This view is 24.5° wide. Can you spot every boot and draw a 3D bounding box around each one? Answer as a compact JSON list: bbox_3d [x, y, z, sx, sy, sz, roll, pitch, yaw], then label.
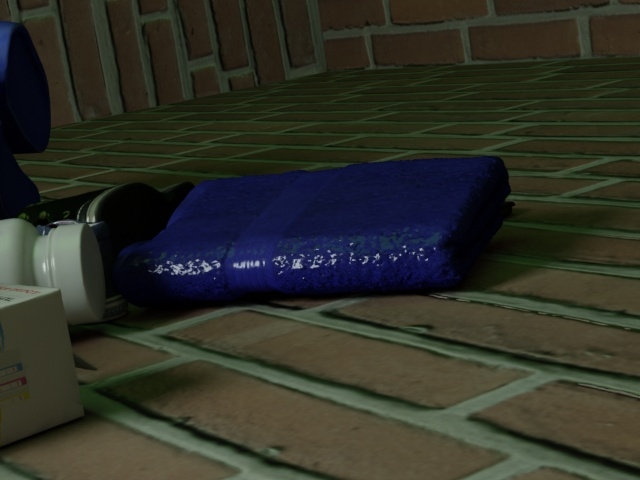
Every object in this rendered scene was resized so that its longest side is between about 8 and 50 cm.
[{"bbox_3d":[-0.238,-0.009,1.499,0.179,0.085,0.236,-8,4,19],"label":"boot"},{"bbox_3d":[-0.246,0.024,1.314,0.190,0.086,0.069,-1,13,37],"label":"boot"}]

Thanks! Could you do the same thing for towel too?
[{"bbox_3d":[0.000,0.000,1.286,0.308,0.076,0.227,-4,21,22],"label":"towel"}]

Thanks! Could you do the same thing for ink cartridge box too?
[{"bbox_3d":[-0.229,0.084,0.962,0.143,0.089,0.092,-18,14,-41],"label":"ink cartridge box"}]

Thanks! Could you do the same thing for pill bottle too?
[{"bbox_3d":[-0.272,0.039,1.199,0.180,0.108,0.108,-8,10,4],"label":"pill bottle"}]

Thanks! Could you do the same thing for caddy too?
[{"bbox_3d":[-0.422,-0.123,1.681,0.179,0.241,0.341,3,-17,0],"label":"caddy"}]

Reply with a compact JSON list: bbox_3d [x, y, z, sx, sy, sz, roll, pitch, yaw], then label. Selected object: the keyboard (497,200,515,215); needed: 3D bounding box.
[{"bbox_3d":[0.017,-0.021,1.490,0.317,0.033,0.201,0,14,43],"label":"keyboard"}]
